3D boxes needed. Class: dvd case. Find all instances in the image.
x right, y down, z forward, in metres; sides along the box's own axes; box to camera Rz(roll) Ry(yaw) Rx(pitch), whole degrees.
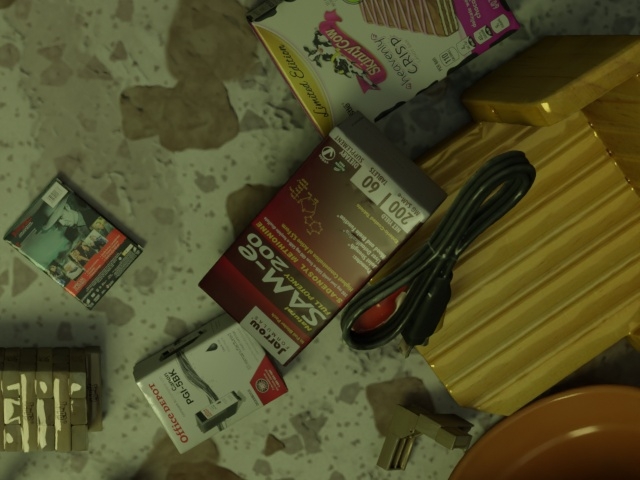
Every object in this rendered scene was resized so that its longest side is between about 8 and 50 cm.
[{"bbox_3d":[-0.257,0.004,1.761,0.119,0.013,0.087,40,94,-15],"label":"dvd case"}]

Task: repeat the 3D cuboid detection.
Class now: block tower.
[{"bbox_3d":[-0.392,0.164,1.737,0.335,0.097,0.091,-1,103,-9],"label":"block tower"}]

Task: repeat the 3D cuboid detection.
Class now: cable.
[{"bbox_3d":[0.102,0.014,1.673,0.139,0.072,0.287,0,131,-30],"label":"cable"}]

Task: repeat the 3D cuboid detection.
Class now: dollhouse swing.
[{"bbox_3d":[0.245,0.019,1.709,0.305,0.315,0.347,-38,105,-10],"label":"dollhouse swing"}]

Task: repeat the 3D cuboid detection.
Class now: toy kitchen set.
[{"bbox_3d":[0.123,0.226,1.839,0.068,0.083,0.075,6,106,-52],"label":"toy kitchen set"}]

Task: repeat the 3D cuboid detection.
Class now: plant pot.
[{"bbox_3d":[0.292,0.325,1.790,0.291,0.291,0.203,-31,121,0],"label":"plant pot"}]

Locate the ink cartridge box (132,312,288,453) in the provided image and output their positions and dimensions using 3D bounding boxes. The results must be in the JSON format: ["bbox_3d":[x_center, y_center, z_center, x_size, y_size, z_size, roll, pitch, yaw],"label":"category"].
[{"bbox_3d":[-0.117,0.148,1.790,0.135,0.056,0.099,-31,105,-1],"label":"ink cartridge box"}]

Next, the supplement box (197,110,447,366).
[{"bbox_3d":[0.000,0.000,1.709,0.130,0.073,0.239,43,117,2],"label":"supplement box"}]

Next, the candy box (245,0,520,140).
[{"bbox_3d":[0.063,-0.223,1.725,0.233,0.071,0.159,-33,105,1],"label":"candy box"}]
